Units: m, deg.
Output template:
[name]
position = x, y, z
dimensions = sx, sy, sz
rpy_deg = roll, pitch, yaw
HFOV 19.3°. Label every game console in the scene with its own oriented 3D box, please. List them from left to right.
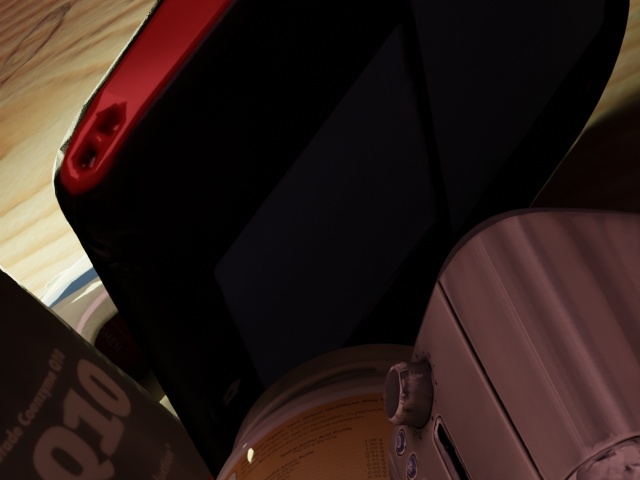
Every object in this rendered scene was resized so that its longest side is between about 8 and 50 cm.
[game console]
position = 0.038, -0.062, 0.828
dimensions = 0.342, 0.060, 0.386
rpy_deg = -58, -22, -19

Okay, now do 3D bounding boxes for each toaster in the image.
[toaster]
position = 0.134, 0.081, 0.546
dimensions = 0.146, 0.227, 0.129
rpy_deg = -102, 24, -61

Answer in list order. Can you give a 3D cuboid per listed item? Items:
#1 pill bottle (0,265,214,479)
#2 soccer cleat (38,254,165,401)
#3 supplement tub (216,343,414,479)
[pill bottle]
position = -0.191, 0.098, 0.980
dimensions = 0.161, 0.283, 0.161
rpy_deg = -39, 22, 19
[soccer cleat]
position = -0.062, -0.005, 1.198
dimensions = 0.143, 0.116, 0.331
rpy_deg = 15, 65, 48
[supplement tub]
position = 0.028, 0.139, 0.684
dimensions = 0.144, 0.144, 0.200
rpy_deg = -40, 21, 16
